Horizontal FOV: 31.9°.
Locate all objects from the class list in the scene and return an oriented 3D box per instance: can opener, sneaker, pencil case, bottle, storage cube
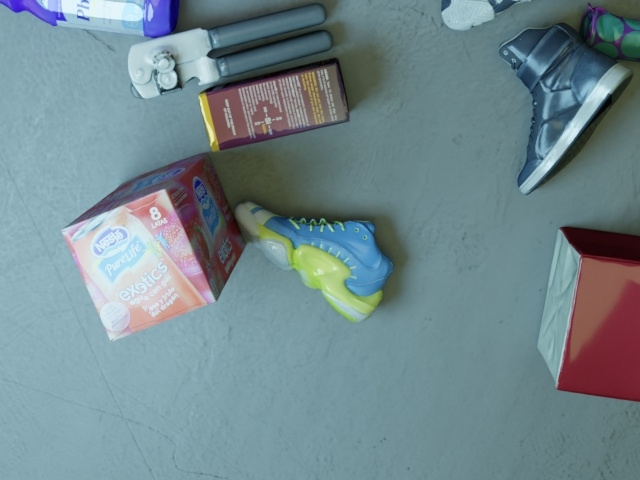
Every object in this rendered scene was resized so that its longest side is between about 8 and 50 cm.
[{"bbox_3d":[-0.125,-0.257,1.496,0.280,0.093,0.074,-15,104,-4],"label":"can opener"},{"bbox_3d":[0.280,-0.340,1.459,0.153,0.094,0.235,9,142,-39],"label":"sneaker"},{"bbox_3d":[0.423,-0.271,1.483,0.151,0.064,0.070,5,118,0],"label":"pencil case"},{"bbox_3d":[0.291,-0.185,1.499,0.163,0.086,0.226,41,126,15],"label":"sneaker"},{"bbox_3d":[-0.328,-0.339,1.471,0.282,0.092,0.118,8,104,0],"label":"bottle"},{"bbox_3d":[0.413,0.097,1.504,0.193,0.184,0.215,7,103,1],"label":"storage cube"},{"bbox_3d":[0.000,0.000,1.554,0.240,0.091,0.126,40,82,-7],"label":"sneaker"}]

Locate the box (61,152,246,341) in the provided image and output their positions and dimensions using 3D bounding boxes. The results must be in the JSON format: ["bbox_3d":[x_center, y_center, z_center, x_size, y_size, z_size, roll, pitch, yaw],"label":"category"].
[{"bbox_3d":[-0.203,-0.003,1.436,0.142,0.300,0.154,-21,100,8],"label":"box"}]

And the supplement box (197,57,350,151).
[{"bbox_3d":[-0.059,-0.182,1.494,0.188,0.104,0.081,-12,102,4],"label":"supplement box"}]
